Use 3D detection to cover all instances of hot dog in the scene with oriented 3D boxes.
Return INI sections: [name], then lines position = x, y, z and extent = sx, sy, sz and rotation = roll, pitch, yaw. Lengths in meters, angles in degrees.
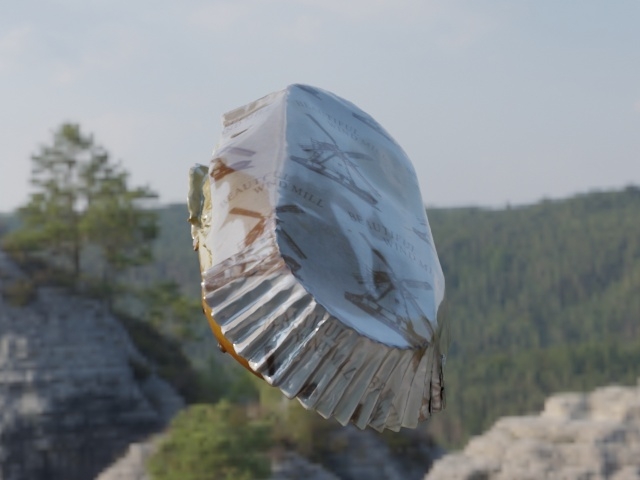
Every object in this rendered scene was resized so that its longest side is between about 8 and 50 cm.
[hot dog]
position = 0.000, 0.000, 0.514
extent = 0.099, 0.053, 0.192
rotation = 32, 22, -20
